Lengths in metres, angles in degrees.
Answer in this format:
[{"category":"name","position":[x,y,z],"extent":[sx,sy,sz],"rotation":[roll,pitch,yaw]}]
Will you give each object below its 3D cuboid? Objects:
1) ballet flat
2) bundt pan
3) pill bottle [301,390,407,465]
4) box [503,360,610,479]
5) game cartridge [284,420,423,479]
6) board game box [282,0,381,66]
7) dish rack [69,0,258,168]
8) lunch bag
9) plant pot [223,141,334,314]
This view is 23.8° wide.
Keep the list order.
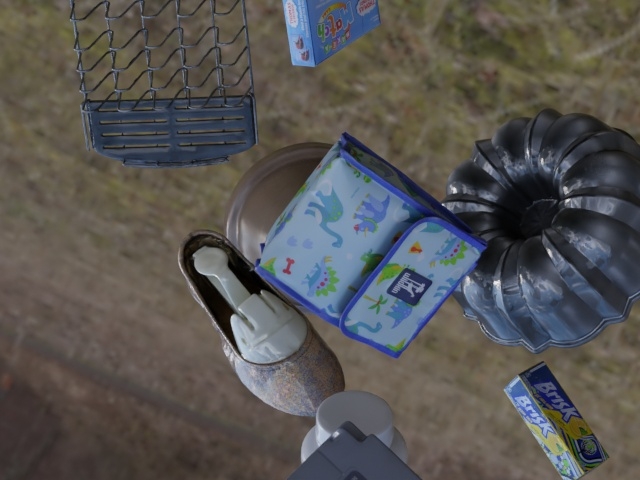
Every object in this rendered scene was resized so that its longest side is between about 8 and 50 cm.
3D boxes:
[{"category":"ballet flat","position":[-0.084,0.088,1.770],"extent":[0.316,0.107,0.106],"rotation":[42,162,44]},{"category":"bundt pan","position":[0.281,-0.029,1.952],"extent":[0.331,0.331,0.124],"rotation":[17,167,43]},{"category":"pill bottle","position":[0.037,0.274,1.676],"extent":[0.117,0.117,0.215],"rotation":[21,129,28]},{"category":"box","position":[0.338,0.262,2.180],"extent":[0.169,0.054,0.059],"rotation":[56,150,15]},{"category":"game cartridge","position":[0.009,0.301,1.287],"extent":[0.196,0.294,0.060],"rotation":[40,135,12]},{"category":"board game box","position":[0.007,-0.330,1.773],"extent":[0.039,0.160,0.212],"rotation":[6,118,32]},{"category":"dish rack","position":[-0.166,-0.194,1.552],"extent":[0.208,0.272,0.074],"rotation":[-1,-153,7]},{"category":"lunch bag","position":[0.042,0.009,1.247],"extent":[0.151,0.129,0.096],"rotation":[36,-165,-9]},{"category":"plant pot","position":[0.000,0.000,2.209],"extent":[0.263,0.263,0.229],"rotation":[27,-174,-14]}]
